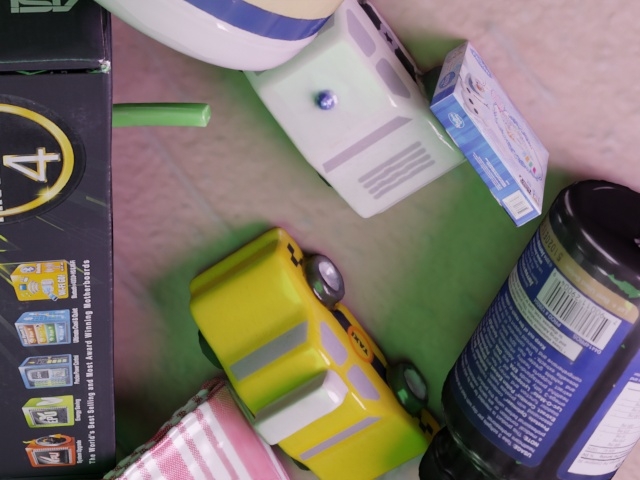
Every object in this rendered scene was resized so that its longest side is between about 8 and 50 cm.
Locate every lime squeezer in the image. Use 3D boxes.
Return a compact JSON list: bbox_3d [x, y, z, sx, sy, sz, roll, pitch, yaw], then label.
[{"bbox_3d":[-0.211,-0.037,1.166,0.310,0.059,0.110,-34,92,31],"label":"lime squeezer"}]

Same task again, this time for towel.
[{"bbox_3d":[-0.102,0.201,1.211,0.029,0.197,0.144,11,134,52],"label":"towel"}]

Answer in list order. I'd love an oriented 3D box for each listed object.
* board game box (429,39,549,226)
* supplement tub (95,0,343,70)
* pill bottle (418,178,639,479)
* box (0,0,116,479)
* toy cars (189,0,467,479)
[{"bbox_3d":[0.102,-0.064,1.088,0.020,0.090,0.090,-31,106,23],"label":"board game box"},{"bbox_3d":[-0.010,-0.269,0.928,0.228,0.228,0.316,38,113,-9],"label":"supplement tub"},{"bbox_3d":[0.150,0.082,1.133,0.123,0.123,0.219,27,118,-3],"label":"pill bottle"},{"bbox_3d":[-0.278,0.008,1.069,0.318,0.097,0.395,0,141,-7],"label":"box"},{"bbox_3d":[0.000,0.000,1.140,0.176,0.087,0.394,8,117,6],"label":"toy cars"}]
